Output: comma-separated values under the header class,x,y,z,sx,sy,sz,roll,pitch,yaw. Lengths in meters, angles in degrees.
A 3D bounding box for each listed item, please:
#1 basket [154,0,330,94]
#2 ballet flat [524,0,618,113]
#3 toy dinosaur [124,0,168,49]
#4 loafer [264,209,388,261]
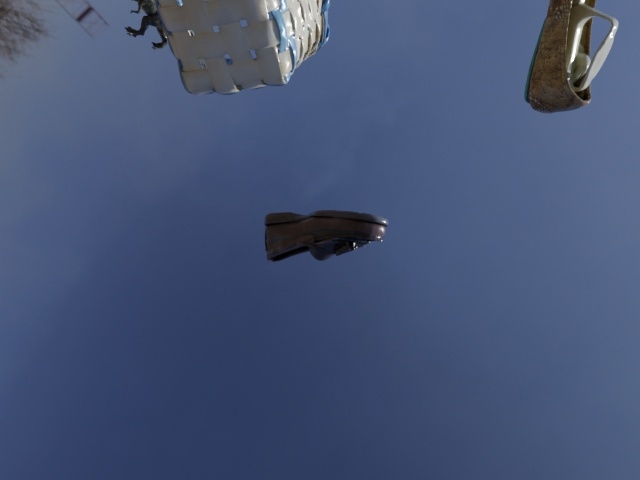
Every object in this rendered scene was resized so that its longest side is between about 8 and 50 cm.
class,x,y,z,sx,sy,sz,roll,pitch,yaw
basket,-0.093,-0.329,0.612,0.201,0.255,0.289,0,-138,17
ballet flat,0.244,-0.220,0.472,0.073,0.206,0.067,-26,-144,-35
toy dinosaur,-0.414,-0.547,1.294,0.118,0.268,0.064,-35,-139,25
loafer,0.000,0.000,0.916,0.302,0.109,0.095,2,-98,51
